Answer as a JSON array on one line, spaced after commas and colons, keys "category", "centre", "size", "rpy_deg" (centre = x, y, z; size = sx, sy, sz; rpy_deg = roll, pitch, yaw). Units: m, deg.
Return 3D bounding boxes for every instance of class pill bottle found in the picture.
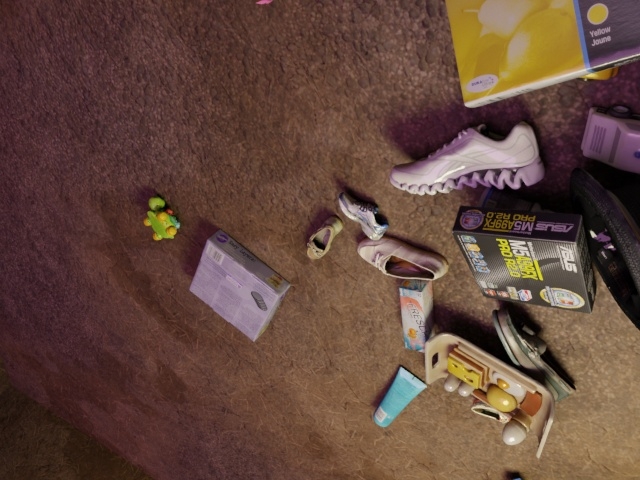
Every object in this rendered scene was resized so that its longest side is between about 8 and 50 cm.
[{"category": "pill bottle", "centre": [0.369, -0.046, 1.216], "size": [0.137, 0.078, 0.078], "rpy_deg": [23, 132, 20]}]

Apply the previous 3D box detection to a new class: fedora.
[{"category": "fedora", "centre": [0.524, -0.003, 1.016], "size": [0.152, 0.334, 0.334], "rpy_deg": [-25, 107, 12]}]

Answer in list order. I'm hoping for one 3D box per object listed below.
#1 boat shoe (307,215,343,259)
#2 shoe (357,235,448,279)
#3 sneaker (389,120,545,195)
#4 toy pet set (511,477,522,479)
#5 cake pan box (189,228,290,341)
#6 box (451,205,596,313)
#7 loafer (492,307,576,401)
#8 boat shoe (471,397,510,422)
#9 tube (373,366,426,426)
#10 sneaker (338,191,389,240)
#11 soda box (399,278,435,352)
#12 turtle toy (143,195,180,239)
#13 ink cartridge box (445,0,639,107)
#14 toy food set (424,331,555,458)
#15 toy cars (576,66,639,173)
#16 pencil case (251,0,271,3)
[{"category": "boat shoe", "centre": [0.002, 0.001, 1.541], "size": [0.056, 0.048, 0.153], "rpy_deg": [43, 136, 2]}, {"category": "shoe", "centre": [0.175, 0.043, 1.438], "size": [0.218, 0.058, 0.077], "rpy_deg": [14, 128, 28]}, {"category": "sneaker", "centre": [0.266, -0.154, 1.204], "size": [0.292, 0.110, 0.118], "rpy_deg": [-4, 111, 29]}, {"category": "toy pet set", "centre": [0.500, 0.645, 1.663], "size": [0.122, 0.065, 0.114], "rpy_deg": [20, 166, 27]}, {"category": "cake pan box", "centre": [-0.237, 0.128, 1.799], "size": [0.266, 0.070, 0.246], "rpy_deg": [36, 133, 9]}, {"category": "box", "centre": [0.386, 0.038, 1.196], "size": [0.216, 0.060, 0.270], "rpy_deg": [8, 153, 32]}, {"category": "loafer", "centre": [0.457, 0.239, 1.370], "size": [0.084, 0.096, 0.268], "rpy_deg": [-25, 113, 24]}, {"category": "boat shoe", "centre": [0.431, 0.414, 1.536], "size": [0.137, 0.043, 0.049], "rpy_deg": [19, 129, 22]}, {"category": "tube", "centre": [0.203, 0.421, 1.709], "size": [0.080, 0.052, 0.207], "rpy_deg": [32, 130, 7]}, {"category": "sneaker", "centre": [0.100, -0.065, 1.428], "size": [0.135, 0.052, 0.058], "rpy_deg": [42, 127, -8]}, {"category": "soda box", "centre": [0.227, 0.170, 1.490], "size": [0.058, 0.063, 0.183], "rpy_deg": [10, 126, 30]}, {"category": "turtle toy", "centre": [-0.447, -0.063, 1.810], "size": [0.095, 0.066, 0.130], "rpy_deg": [-13, 112, 42]}, {"category": "ink cartridge box", "centre": [0.327, -0.384, 0.930], "size": [0.303, 0.072, 0.308], "rpy_deg": [-10, 95, 40]}, {"category": "toy food set", "centre": [0.367, 0.347, 1.429], "size": [0.306, 0.092, 0.220], "rpy_deg": [30, 153, 29]}, {"category": "toy cars", "centre": [0.444, -0.225, 1.022], "size": [0.394, 0.087, 0.176], "rpy_deg": [48, 136, -3]}, {"category": "pencil case", "centre": [-0.055, -0.501, 1.186], "size": [0.209, 0.095, 0.098], "rpy_deg": [1, 137, 38]}]
